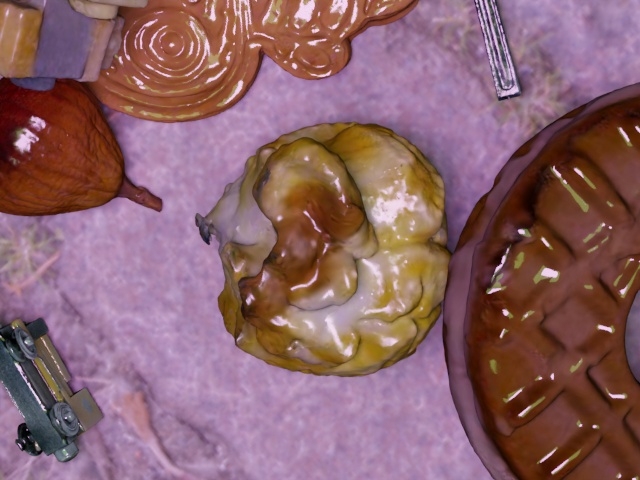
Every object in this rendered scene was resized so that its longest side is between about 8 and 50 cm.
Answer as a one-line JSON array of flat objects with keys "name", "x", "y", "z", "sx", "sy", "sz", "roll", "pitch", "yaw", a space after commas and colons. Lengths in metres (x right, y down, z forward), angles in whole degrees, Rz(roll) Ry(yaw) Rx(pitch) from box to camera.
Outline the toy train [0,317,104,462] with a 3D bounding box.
[{"name": "toy train", "x": -0.214, "y": 0.109, "z": 1.273, "sx": 0.050, "sy": 0.081, "sz": 0.122, "roll": -30, "pitch": 91, "yaw": 17}]

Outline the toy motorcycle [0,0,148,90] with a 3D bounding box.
[{"name": "toy motorcycle", "x": -0.262, "y": -0.243, "z": 1.165, "sx": 0.410, "sy": 0.169, "sz": 0.237, "roll": 23, "pitch": 107, "yaw": 37}]

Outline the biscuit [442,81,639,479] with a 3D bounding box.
[{"name": "biscuit", "x": 0.240, "y": 0.055, "z": 1.159, "sx": 0.332, "sy": 0.103, "sz": 0.332, "roll": -3, "pitch": 101, "yaw": -16}]

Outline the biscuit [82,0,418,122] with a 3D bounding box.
[{"name": "biscuit", "x": -0.071, "y": -0.193, "z": 1.248, "sx": 0.289, "sy": 0.044, "sz": 0.202, "roll": -5, "pitch": 95, "yaw": 9}]

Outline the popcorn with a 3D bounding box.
[{"name": "popcorn", "x": 0.000, "y": 0.000, "z": 1.176, "sx": 0.198, "sy": 0.212, "sz": 0.198, "roll": -3, "pitch": 78, "yaw": 12}]

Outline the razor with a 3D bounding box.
[{"name": "razor", "x": 0.113, "y": -0.195, "z": 1.229, "sx": 0.066, "sy": 0.033, "sz": 0.190, "roll": -15, "pitch": 95, "yaw": 8}]

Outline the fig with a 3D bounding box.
[{"name": "fig", "x": -0.192, "y": -0.076, "z": 1.253, "sx": 0.153, "sy": 0.119, "sz": 0.119, "roll": -3, "pitch": 97, "yaw": -34}]
